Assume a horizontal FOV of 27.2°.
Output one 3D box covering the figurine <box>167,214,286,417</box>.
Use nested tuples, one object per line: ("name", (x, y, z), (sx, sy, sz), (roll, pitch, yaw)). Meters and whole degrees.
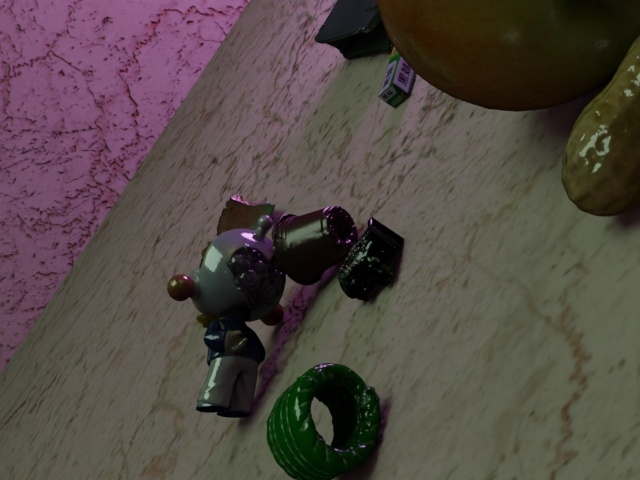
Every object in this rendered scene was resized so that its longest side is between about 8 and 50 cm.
("figurine", (-0.129, 0.107, 1.875), (0.133, 0.194, 0.274), (-17, 41, 46))

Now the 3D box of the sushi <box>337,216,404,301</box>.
("sushi", (0.060, 0.032, 1.729), (0.083, 0.056, 0.085), (-43, 22, 35))

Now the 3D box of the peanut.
("peanut", (0.312, -0.126, 1.305), (0.226, 0.095, 0.108), (-58, 22, -5))

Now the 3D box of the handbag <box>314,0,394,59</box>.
("handbag", (0.114, -0.442, 2.326), (0.247, 0.079, 0.260), (-60, 20, -8))

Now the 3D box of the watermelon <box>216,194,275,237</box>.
("watermelon", (-0.138, -0.026, 2.303), (0.101, 0.080, 0.155), (-80, 13, -67))

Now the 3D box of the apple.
("apple", (0.237, -0.303, 1.459), (0.305, 0.338, 0.338), (22, 78, 50))

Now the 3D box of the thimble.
("thimble", (0.004, 0.206, 1.502), (0.130, 0.118, 0.090), (-37, -3, -43))

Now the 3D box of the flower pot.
("flower pot", (0.000, 0.000, 1.880), (0.089, 0.111, 0.111), (-23, 36, 34))

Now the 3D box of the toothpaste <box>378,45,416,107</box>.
("toothpaste", (0.133, -0.288, 2.093), (0.043, 0.037, 0.178), (-35, 28, 45))
